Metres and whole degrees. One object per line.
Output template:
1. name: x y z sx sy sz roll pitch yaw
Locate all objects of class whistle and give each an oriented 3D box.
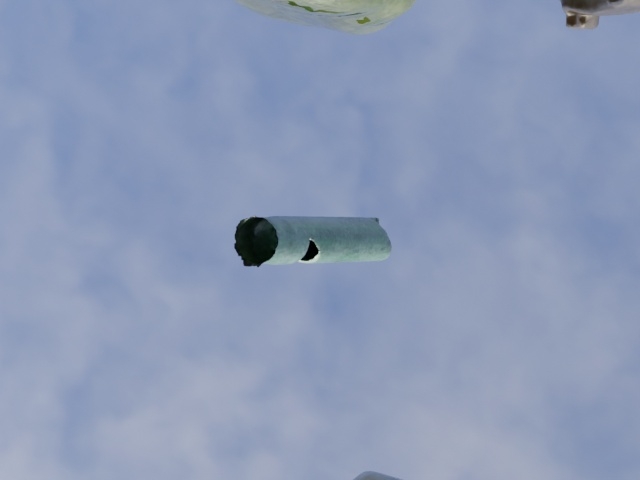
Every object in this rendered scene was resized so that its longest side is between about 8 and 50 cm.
1. whistle: 0.000 0.000 1.196 0.039 0.186 0.039 0 -89 29

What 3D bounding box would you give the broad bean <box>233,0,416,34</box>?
1. broad bean: -0.011 -0.184 0.977 0.169 0.228 0.100 21 -90 -17

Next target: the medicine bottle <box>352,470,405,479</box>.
1. medicine bottle: 0.095 0.223 0.831 0.124 0.324 0.179 -33 -79 -20

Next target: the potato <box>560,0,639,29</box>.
1. potato: 0.224 -0.213 0.930 0.189 0.211 0.264 -2 -135 -17
